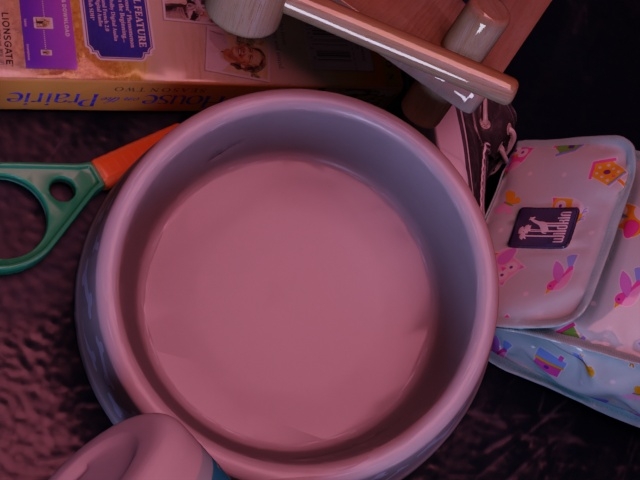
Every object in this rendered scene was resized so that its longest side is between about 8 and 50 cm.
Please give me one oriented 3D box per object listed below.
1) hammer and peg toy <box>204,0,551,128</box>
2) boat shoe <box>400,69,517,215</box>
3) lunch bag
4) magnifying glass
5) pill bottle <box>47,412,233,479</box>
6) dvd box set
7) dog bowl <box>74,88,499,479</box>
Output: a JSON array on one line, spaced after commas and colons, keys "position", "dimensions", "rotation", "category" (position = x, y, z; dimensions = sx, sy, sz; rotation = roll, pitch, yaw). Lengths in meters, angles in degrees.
[{"position": [0.053, -0.207, 0.989], "dimensions": [0.266, 0.127, 0.361], "rotation": [35, 42, 1], "category": "hammer and peg toy"}, {"position": [0.136, -0.102, 1.128], "dimensions": [0.102, 0.108, 0.301], "rotation": [2, 61, -12], "category": "boat shoe"}, {"position": [0.266, 0.032, 1.102], "dimensions": [0.262, 0.160, 0.223], "rotation": [21, 65, 6], "category": "lunch bag"}, {"position": [-0.208, -0.044, 1.005], "dimensions": [0.231, 0.026, 0.092], "rotation": [-28, 82, -28], "category": "magnifying glass"}, {"position": [-0.079, 0.258, 0.843], "dimensions": [0.264, 0.146, 0.146], "rotation": [51, 57, -19], "category": "pill bottle"}, {"position": [-0.148, -0.264, 1.098], "dimensions": [0.420, 0.062, 0.307], "rotation": [-3, 70, -24], "category": "dvd box set"}, {"position": [-0.020, 0.040, 0.947], "dimensions": [0.349, 0.102, 0.348], "rotation": [1, 79, -7], "category": "dog bowl"}]
